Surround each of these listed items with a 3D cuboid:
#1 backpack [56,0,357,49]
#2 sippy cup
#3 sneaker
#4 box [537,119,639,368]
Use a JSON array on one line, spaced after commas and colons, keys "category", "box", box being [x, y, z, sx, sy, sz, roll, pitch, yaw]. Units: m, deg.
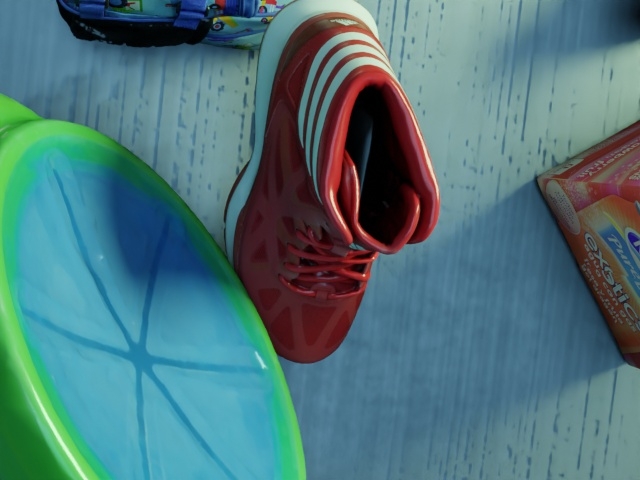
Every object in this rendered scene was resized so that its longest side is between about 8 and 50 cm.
[{"category": "backpack", "box": [-0.049, -0.177, 0.532, 0.173, 0.117, 0.158, 4, 95, -12]}, {"category": "sippy cup", "box": [-0.159, 0.096, 0.481, 0.224, 0.240, 0.305, -29, 61, 16]}, {"category": "sneaker", "box": [0.000, 0.000, 0.513, 0.087, 0.128, 0.221, -6, 124, -10]}, {"category": "box", "box": [0.305, -0.044, 0.579, 0.300, 0.154, 0.142, -29, 98, -6]}]
